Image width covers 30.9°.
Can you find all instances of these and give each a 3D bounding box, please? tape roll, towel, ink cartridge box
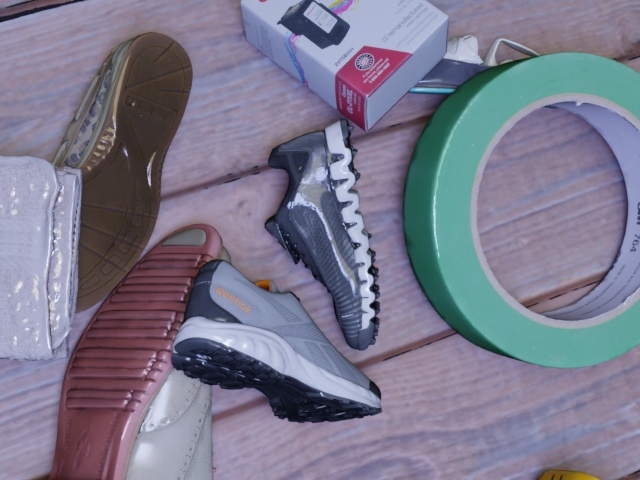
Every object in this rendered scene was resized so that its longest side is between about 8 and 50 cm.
[{"bbox_3d":[0.245,-0.031,1.200,0.321,0.077,0.321,-1,92,-19],"label":"tape roll"},{"bbox_3d":[-0.354,0.016,1.050,0.282,0.049,0.187,-1,81,10],"label":"towel"},{"bbox_3d":[0.023,-0.216,1.179,0.175,0.072,0.127,39,74,18],"label":"ink cartridge box"}]

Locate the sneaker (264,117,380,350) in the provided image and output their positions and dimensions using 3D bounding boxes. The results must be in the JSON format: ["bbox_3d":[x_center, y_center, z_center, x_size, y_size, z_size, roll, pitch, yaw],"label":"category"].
[{"bbox_3d":[0.000,0.000,1.174,0.106,0.078,0.234,-10,95,5],"label":"sneaker"}]

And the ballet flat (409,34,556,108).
[{"bbox_3d":[0.173,-0.184,1.243,0.203,0.074,0.074,3,81,-19],"label":"ballet flat"}]

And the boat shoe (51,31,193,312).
[{"bbox_3d":[-0.211,-0.066,1.135,0.105,0.089,0.285,30,77,-34],"label":"boat shoe"}]

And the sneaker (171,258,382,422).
[{"bbox_3d":[-0.026,0.103,1.087,0.271,0.100,0.108,36,49,-45],"label":"sneaker"}]

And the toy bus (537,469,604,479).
[{"bbox_3d":[0.219,0.398,1.132,0.108,0.130,0.332,26,76,-8],"label":"toy bus"}]

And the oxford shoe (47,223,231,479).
[{"bbox_3d":[-0.162,0.176,1.099,0.146,0.140,0.397,36,67,-38],"label":"oxford shoe"}]
